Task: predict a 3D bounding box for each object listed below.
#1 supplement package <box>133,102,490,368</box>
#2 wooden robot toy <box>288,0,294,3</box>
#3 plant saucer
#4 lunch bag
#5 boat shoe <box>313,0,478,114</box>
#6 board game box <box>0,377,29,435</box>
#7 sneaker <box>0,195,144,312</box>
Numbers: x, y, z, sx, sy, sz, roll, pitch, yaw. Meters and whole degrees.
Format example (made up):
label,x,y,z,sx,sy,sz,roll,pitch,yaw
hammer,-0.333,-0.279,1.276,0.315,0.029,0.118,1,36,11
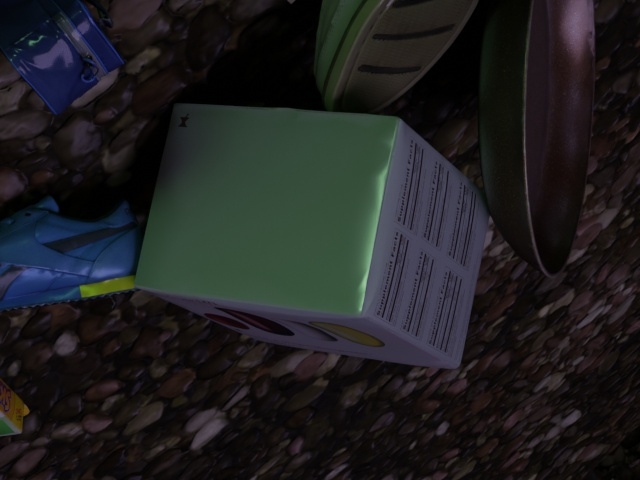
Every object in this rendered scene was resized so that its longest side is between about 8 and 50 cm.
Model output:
label,x,y,z,sx,sy,sz,roll,pitch,yaw
supplement package,0.000,0.000,1.133,0.203,0.194,0.149,32,67,-60
wooden robot toy,-0.026,-0.229,0.958,0.079,0.076,0.173,-6,138,-30
plant saucer,0.181,-0.125,1.213,0.310,0.050,0.311,4,90,-70
lunch bag,-0.165,-0.130,0.895,0.065,0.098,0.067,-40,147,-5
boat shoe,0.058,-0.224,1.023,0.113,0.103,0.302,-14,141,-42
board game box,-0.310,0.097,1.057,0.124,0.039,0.259,-8,154,7
sneaker,-0.232,0.014,1.074,0.209,0.082,0.069,-10,-178,-21
